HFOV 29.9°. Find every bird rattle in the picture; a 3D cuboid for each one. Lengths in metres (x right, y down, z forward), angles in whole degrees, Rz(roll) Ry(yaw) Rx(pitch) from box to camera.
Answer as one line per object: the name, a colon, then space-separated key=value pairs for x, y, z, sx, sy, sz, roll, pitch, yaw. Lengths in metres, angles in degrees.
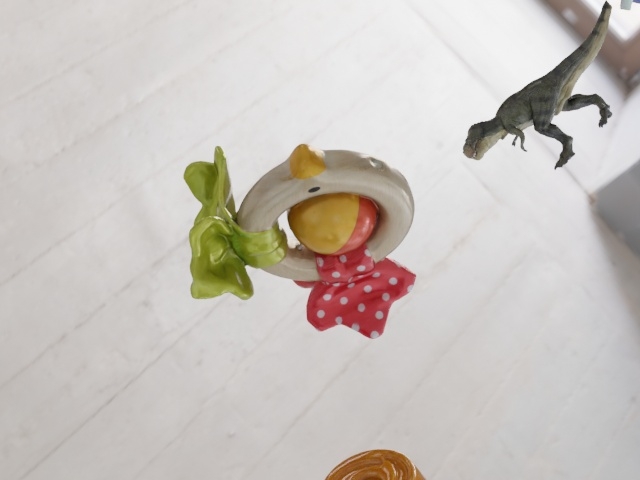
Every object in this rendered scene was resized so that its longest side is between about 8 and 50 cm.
bird rattle: x=0.000 y=0.000 z=1.109 sx=0.253 sy=0.207 sz=0.143 roll=22 pitch=45 yaw=-26

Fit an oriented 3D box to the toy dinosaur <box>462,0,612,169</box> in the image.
toy dinosaur: x=0.304 y=-0.171 z=1.540 sx=0.118 sy=0.268 sz=0.064 roll=47 pitch=18 yaw=-2

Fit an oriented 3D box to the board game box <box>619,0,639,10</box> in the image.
board game box: x=0.365 y=-0.484 z=1.143 sx=0.050 sy=0.390 sz=0.390 roll=11 pitch=57 yaw=8

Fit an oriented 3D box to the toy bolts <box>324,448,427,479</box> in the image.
toy bolts: x=0.053 y=0.316 z=1.015 sx=0.218 sy=0.228 sz=0.159 roll=-37 pitch=123 yaw=-27
